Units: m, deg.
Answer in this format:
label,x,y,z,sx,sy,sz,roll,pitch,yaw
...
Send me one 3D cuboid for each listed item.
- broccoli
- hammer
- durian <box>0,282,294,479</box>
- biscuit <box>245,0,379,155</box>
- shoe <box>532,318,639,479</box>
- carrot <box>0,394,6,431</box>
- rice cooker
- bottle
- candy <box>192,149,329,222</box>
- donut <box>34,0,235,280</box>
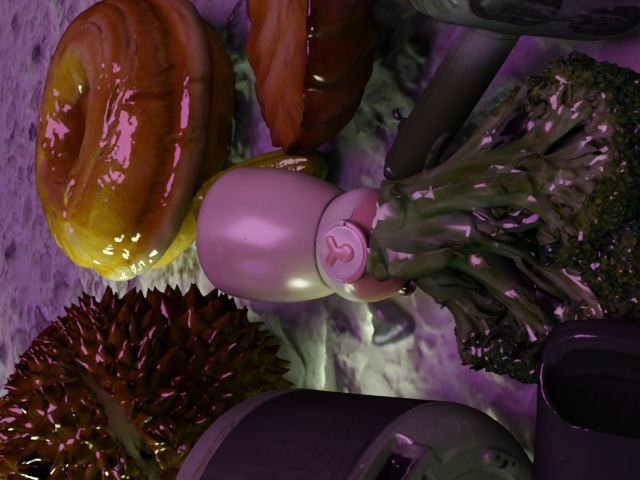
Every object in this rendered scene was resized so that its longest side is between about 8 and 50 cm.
label,x,y,z,sx,sy,sz,roll,pitch,yaw
broccoli,0.158,-0.013,0.584,0.269,0.242,0.261,-29,-58,-85
hammer,0.136,-0.163,0.688,0.335,0.207,0.118,121,145,-51
durian,-0.198,0.200,0.871,0.384,0.348,0.347,29,107,65
biscuit,-0.014,-0.259,0.841,0.326,0.107,0.325,176,90,-77
shoe,0.198,0.153,0.516,0.108,0.241,0.093,6,49,18
carrot,-0.524,0.364,1.348,0.331,0.214,0.193,-33,90,47
rice cooker,0.023,0.267,0.649,0.277,0.288,0.288,-6,80,45
bottle,0.000,0.000,0.798,0.237,0.148,0.147,6,90,33
candy,-0.070,-0.063,0.956,0.210,0.097,0.096,-23,68,39
donut,-0.290,-0.161,1.145,0.449,0.198,0.448,-12,75,51
